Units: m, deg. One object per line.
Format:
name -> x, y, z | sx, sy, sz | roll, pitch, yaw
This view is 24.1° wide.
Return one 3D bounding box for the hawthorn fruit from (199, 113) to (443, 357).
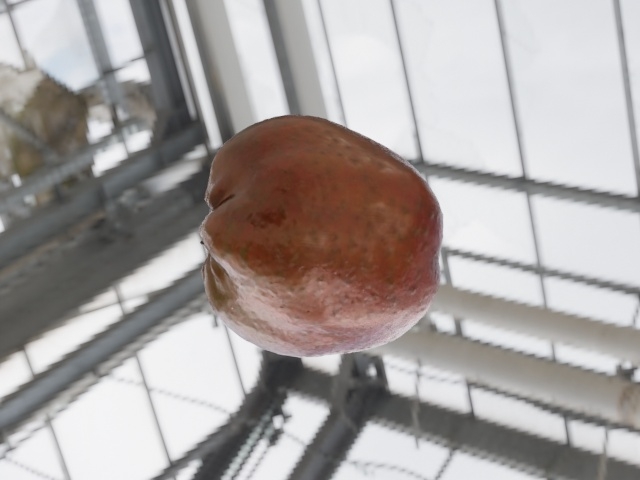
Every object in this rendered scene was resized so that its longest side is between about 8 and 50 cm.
hawthorn fruit -> 0.000, 0.000, 1.078 | 0.189, 0.189, 0.189 | -11, -153, 5
